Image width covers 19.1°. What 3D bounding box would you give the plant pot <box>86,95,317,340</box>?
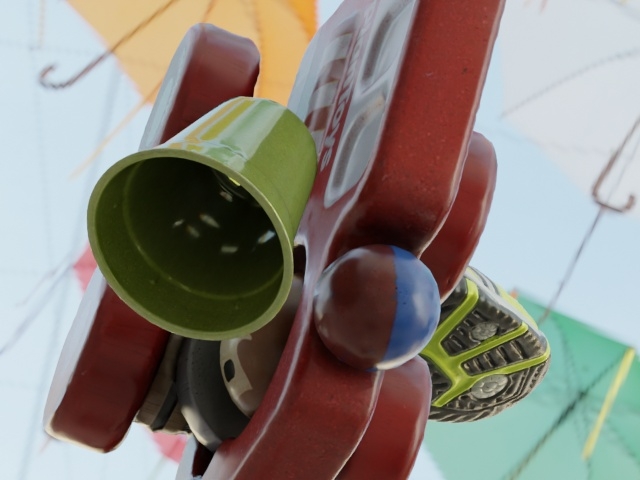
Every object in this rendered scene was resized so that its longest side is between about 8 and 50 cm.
[{"bbox_3d":[-0.036,-0.017,0.742,0.083,0.079,0.083,11,-56,17],"label":"plant pot"}]

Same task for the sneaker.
[{"bbox_3d":[0.027,0.021,1.506,0.384,0.147,0.145,27,-58,-27],"label":"sneaker"}]

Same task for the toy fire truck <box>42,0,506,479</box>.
[{"bbox_3d":[0.000,0.000,0.869,0.169,0.302,0.254,22,-23,-10],"label":"toy fire truck"}]
